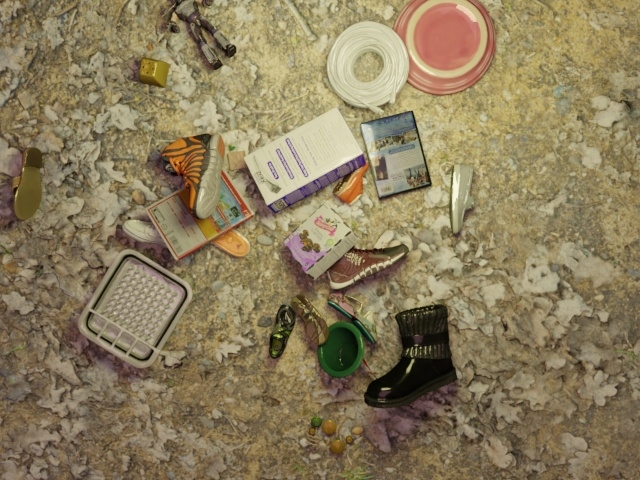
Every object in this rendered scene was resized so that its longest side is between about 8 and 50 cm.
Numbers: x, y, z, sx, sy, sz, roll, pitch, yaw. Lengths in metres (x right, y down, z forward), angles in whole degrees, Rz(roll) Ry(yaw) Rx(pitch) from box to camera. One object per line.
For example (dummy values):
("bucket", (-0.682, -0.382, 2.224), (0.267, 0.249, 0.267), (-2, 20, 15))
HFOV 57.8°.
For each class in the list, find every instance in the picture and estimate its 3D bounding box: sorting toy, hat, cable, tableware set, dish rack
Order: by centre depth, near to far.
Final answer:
("cable", (0.150, -0.543, 1.811), (0.257, 0.089, 0.257), (25, 104, 12))
("sorting toy", (-0.274, -0.276, 1.901), (0.062, 0.012, 0.083), (-7, 97, 7))
("dish rack", (-0.602, 0.221, 1.914), (0.286, 0.072, 0.332), (32, 94, 0))
("hat", (0.110, 0.390, 1.936), (0.173, 0.184, 0.208), (-16, 64, 28))
("tableware set", (0.032, 0.658, 1.958), (0.154, 0.024, 0.103), (19, 91, 1))

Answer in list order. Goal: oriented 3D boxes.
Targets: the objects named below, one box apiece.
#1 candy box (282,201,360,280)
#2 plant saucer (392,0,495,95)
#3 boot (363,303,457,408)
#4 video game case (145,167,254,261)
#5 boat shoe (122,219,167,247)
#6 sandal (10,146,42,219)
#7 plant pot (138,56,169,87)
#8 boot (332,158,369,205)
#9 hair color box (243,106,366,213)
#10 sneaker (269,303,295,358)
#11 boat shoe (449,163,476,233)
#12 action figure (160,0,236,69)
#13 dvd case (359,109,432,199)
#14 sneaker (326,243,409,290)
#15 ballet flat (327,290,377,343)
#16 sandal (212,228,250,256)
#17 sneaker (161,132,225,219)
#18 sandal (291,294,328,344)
("candy box", (0.000, 0.000, 1.842), (0.196, 0.070, 0.165), (-42, 50, 3))
("plant saucer", (0.390, -0.631, 1.827), (0.333, 0.084, 0.331), (0, 93, 1))
("boot", (0.271, 0.359, 1.845), (0.348, 0.131, 0.259), (-16, 99, -26))
("video game case", (-0.385, -0.089, 1.851), (0.285, 0.025, 0.204), (-32, 76, -11))
("boat shoe", (-0.525, -0.032, 1.882), (0.227, 0.083, 0.075), (17, 131, -11))
("sandal", (-0.972, -0.187, 1.904), (0.079, 0.088, 0.239), (6, 87, 32))
("plant pot", (-0.539, -0.542, 1.852), (0.081, 0.083, 0.081), (12, 95, 0))
("boot", (0.117, -0.190, 1.884), (0.085, 0.059, 0.157), (39, 88, -21))
("hair color box", (-0.048, -0.250, 1.829), (0.339, 0.110, 0.185), (-27, 73, 2))
("sneaker", (-0.127, 0.302, 1.906), (0.067, 0.078, 0.188), (15, 92, 0))
("boat shoe", (0.459, -0.133, 1.862), (0.081, 0.079, 0.227), (3, 91, 5))
("action figure", (-0.385, -0.687, 1.834), (0.185, 0.099, 0.285), (-39, 89, 9))
("dvd case", (0.244, -0.277, 1.877), (0.181, 0.022, 0.252), (-15, 93, -4))
("sneaker", (0.132, 0.036, 1.871), (0.282, 0.106, 0.162), (-26, 90, 4))
("ballet flat", (0.122, 0.242, 1.906), (0.221, 0.077, 0.079), (42, 72, -2))
("sandal", (-0.348, -0.032, 1.888), (0.265, 0.076, 0.101), (29, 94, -1))
("sneaker", (-0.410, -0.199, 1.820), (0.180, 0.124, 0.320), (-2, 54, 8))
("sandal", (-0.031, 0.259, 1.920), (0.072, 0.049, 0.180), (-34, 78, -2))
